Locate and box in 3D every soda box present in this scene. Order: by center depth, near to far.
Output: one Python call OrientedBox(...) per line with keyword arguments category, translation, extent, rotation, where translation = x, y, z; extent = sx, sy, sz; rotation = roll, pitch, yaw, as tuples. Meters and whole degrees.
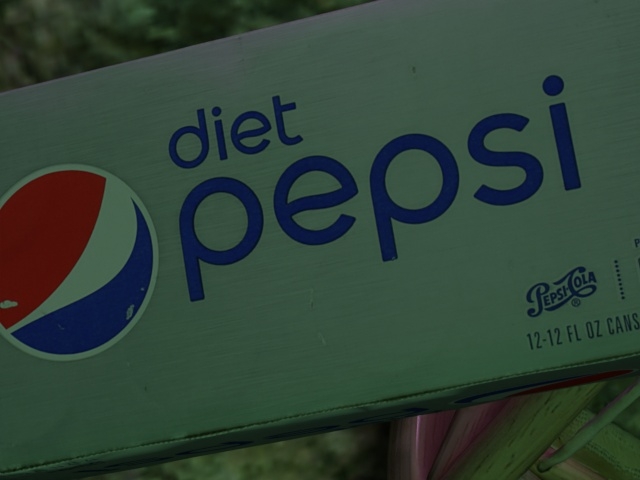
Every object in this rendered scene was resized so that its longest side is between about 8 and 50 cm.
OrientedBox(category="soda box", translation=(0.000, 0.000, 0.438), extent=(0.286, 0.091, 0.098), rotation=(-13, 80, 14))

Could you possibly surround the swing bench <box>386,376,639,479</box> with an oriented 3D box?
OrientedBox(category="swing bench", translation=(0.182, 0.058, 0.571), extent=(0.253, 0.165, 0.255), rotation=(31, 93, -23))
